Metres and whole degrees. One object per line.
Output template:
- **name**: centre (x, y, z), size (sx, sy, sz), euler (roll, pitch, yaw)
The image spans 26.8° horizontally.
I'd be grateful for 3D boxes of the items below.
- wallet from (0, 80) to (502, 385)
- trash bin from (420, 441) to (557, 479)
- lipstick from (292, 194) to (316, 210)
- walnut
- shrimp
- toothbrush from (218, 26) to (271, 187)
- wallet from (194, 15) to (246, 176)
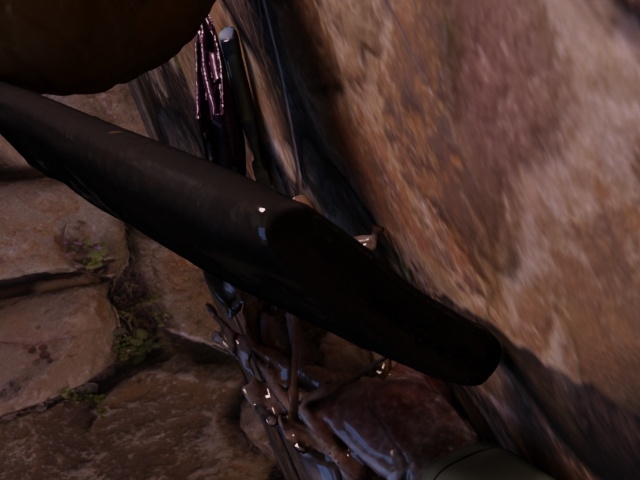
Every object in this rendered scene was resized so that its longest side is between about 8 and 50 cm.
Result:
- **wallet**: centre (-0.063, -0.008, 0.706), size (0.170, 0.044, 0.321), euler (35, 171, -40)
- **trash bin**: centre (0.102, 0.163, 0.642), size (0.130, 0.059, 0.116), euler (-174, 61, -80)
- **lipstick**: centre (0.000, 0.000, 1.006), size (0.094, 0.019, 0.019), euler (-121, 11, -46)
- **walnut**: centre (-0.158, -0.201, 0.804), size (0.228, 0.228, 0.228), euler (157, 90, -82)
- **shrimp**: centre (0.003, 0.068, 0.835), size (0.343, 0.116, 0.145), euler (55, 167, 27)
- **toothbrush**: centre (-0.061, -0.107, 1.134), size (0.219, 0.016, 0.019), euler (78, 175, -60)
- **wallet**: centre (-0.085, -0.108, 1.162), size (0.166, 0.030, 0.111), euler (82, -176, -63)
